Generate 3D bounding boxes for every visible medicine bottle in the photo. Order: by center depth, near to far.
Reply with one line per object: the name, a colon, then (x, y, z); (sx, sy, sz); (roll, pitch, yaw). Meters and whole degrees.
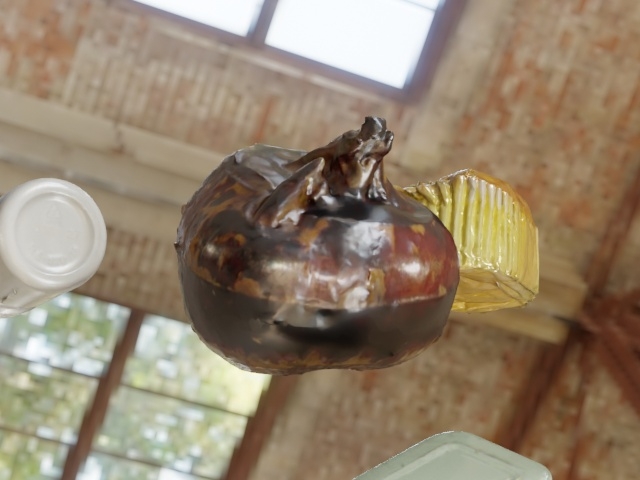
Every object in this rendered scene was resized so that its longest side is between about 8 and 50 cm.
medicine bottle: (-0.264, 0.008, 1.760); (0.168, 0.105, 0.105); (-23, -126, 61)

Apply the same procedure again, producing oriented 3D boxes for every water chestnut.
water chestnut: (0.000, 0.000, 1.991); (0.300, 0.300, 0.300); (-50, -149, 46)

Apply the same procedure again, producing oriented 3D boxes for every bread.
bread: (0.153, 0.000, 2.235); (0.179, 0.250, 0.133); (1, -103, 22)

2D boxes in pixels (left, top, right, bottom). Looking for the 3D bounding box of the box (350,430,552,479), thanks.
box: (0.068, 0.398, 1.782); (0.177, 0.352, 0.343); (21, -54, 47)
